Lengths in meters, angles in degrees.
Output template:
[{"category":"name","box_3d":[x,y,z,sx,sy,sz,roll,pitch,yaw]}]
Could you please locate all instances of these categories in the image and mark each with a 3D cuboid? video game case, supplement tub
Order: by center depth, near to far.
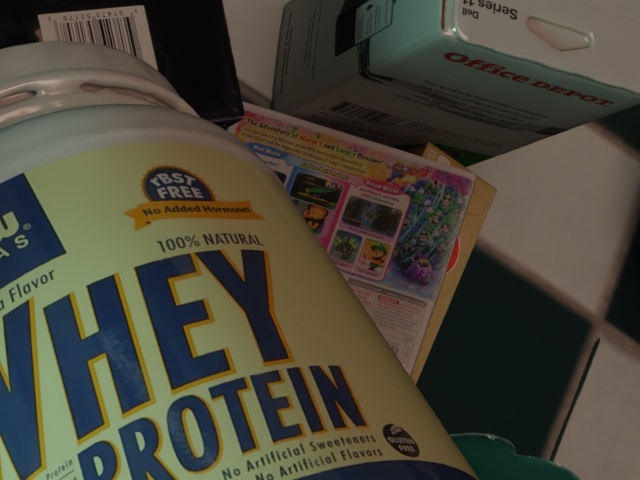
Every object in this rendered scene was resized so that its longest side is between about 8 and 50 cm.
[{"category":"supplement tub","box_3d":[-0.081,0.089,0.745,0.235,0.235,0.325,-11,50,-30]},{"category":"video game case","box_3d":[0.000,0.000,1.019,0.157,0.019,0.143,18,68,7]}]

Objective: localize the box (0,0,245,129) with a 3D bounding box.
[{"category":"box","box_3d":[-0.148,-0.083,0.914,0.156,0.158,0.093,-10,86,-30]}]

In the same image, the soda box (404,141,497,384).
[{"category":"soda box","box_3d":[0.043,0.032,1.060,0.061,0.058,0.181,33,66,-20]}]

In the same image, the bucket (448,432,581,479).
[{"category":"bucket","box_3d":[0.039,0.244,0.948,0.281,0.183,0.281,6,79,-29]}]

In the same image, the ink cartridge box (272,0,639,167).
[{"category":"ink cartridge box","box_3d":[0.085,-0.118,1.022,0.153,0.208,0.087,13,75,-27]}]
